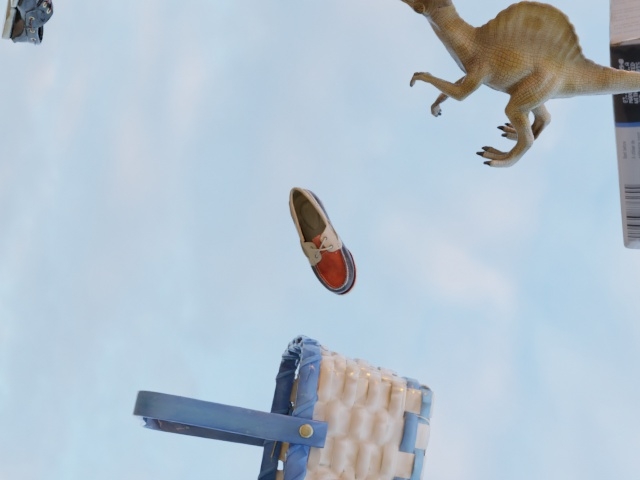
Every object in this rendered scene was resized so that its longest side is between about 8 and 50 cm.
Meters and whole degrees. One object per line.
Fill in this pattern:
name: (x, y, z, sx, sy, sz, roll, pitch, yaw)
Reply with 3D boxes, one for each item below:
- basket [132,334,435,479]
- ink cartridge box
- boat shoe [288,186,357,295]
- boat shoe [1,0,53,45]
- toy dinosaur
basket: (-0.043, 0.195, 1.167, 0.255, 0.289, 0.201, 116, -12, -78)
ink cartridge box: (0.391, -0.203, 1.411, 0.072, 0.303, 0.307, -5, -139, 16)
boat shoe: (0.000, 0.000, 1.292, 0.049, 0.043, 0.137, -28, -117, 11)
boat shoe: (-0.259, -0.218, 1.032, 0.133, 0.042, 0.049, 135, -39, -63)
toy dinosaur: (0.119, -0.088, 0.640, 0.053, 0.183, 0.092, -81, -170, -53)
